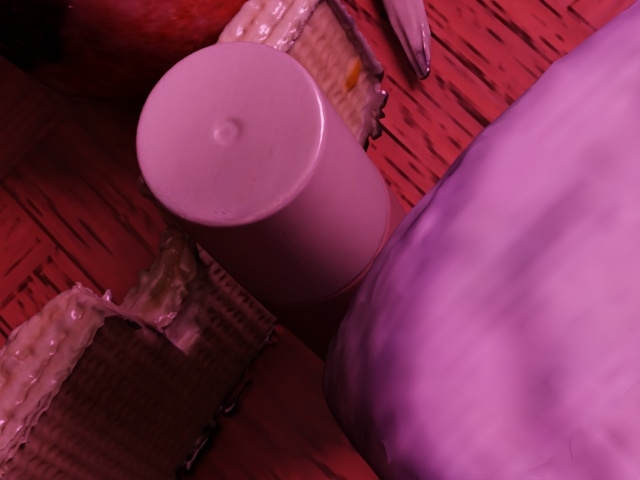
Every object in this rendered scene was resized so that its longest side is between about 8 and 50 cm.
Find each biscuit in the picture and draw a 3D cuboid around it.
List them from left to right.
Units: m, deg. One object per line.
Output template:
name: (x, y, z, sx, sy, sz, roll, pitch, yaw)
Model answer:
biscuit: (-0.055, 0.013, 0.826, 0.046, 0.147, 0.250, 31, 83, 26)

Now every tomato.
tomato: (-0.094, -0.162, 0.858, 0.184, 0.208, 0.208, -39, 67, -12)

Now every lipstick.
lipstick: (0.000, 0.000, 0.757, 0.070, 0.254, 0.070, -4, 72, 14)

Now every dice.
dice: (0.183, 0.070, 0.679, 0.270, 0.270, 0.271, -41, 68, -1)

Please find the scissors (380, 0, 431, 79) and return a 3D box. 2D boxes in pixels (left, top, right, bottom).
scissors: (0.014, -0.212, 0.946, 0.109, 0.022, 0.300, -20, 70, 12)
